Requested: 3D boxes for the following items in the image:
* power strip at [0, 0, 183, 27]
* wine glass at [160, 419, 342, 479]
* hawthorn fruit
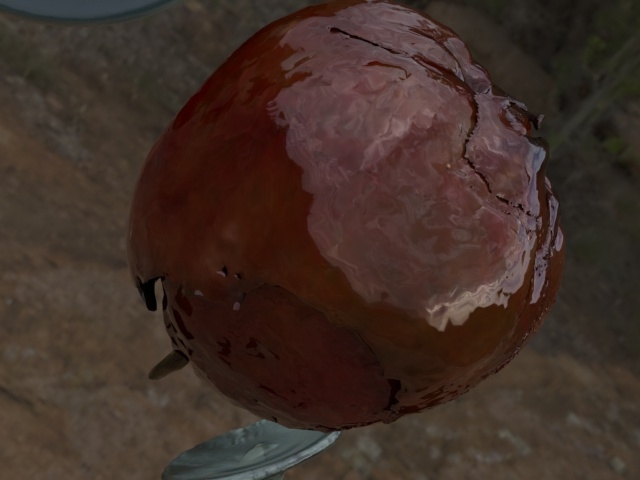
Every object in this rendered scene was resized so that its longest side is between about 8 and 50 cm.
[{"bbox_3d":[-0.123,-0.162,0.611,0.216,0.137,0.044,15,12,-13],"label":"power strip"},{"bbox_3d":[-0.016,0.408,1.614,0.267,0.267,0.405,-26,102,-55],"label":"wine glass"},{"bbox_3d":[0.000,0.000,0.509,0.148,0.172,0.148,48,23,-28],"label":"hawthorn fruit"}]
